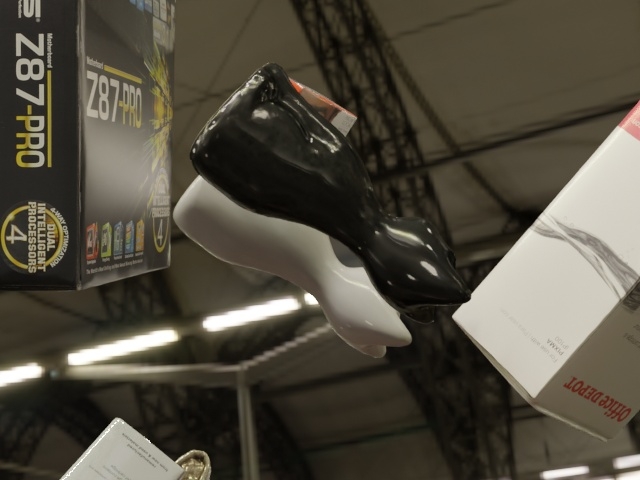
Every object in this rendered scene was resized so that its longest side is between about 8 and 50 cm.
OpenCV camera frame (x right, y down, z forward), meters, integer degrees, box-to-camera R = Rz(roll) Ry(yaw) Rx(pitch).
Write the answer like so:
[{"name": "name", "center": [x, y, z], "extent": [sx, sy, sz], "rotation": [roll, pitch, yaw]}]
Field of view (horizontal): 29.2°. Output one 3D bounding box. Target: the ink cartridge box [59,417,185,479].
[{"name": "ink cartridge box", "center": [-0.197, 0.243, 0.965], "extent": [0.072, 0.175, 0.127], "rotation": [37, -34, 5]}]

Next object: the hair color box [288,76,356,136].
[{"name": "hair color box", "center": [-0.049, -0.066, 1.139], "extent": [0.093, 0.053, 0.167], "rotation": [21, -77, -53]}]

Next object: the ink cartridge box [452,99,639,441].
[{"name": "ink cartridge box", "center": [0.277, 0.023, 1.073], "extent": [0.283, 0.117, 0.207], "rotation": [-49, -35, 8]}]

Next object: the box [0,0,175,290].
[{"name": "box", "center": [-0.229, -0.118, 1.234], "extent": [0.097, 0.318, 0.395], "rotation": [-1, 1, 5]}]

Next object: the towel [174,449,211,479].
[{"name": "towel", "center": [-0.210, 0.355, 1.260], "extent": [0.049, 0.282, 0.187], "rotation": [33, -32, 5]}]

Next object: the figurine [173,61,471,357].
[{"name": "figurine", "center": [0.000, 0.000, 0.908], "extent": [0.209, 0.092, 0.215], "rotation": [41, -21, 2]}]
